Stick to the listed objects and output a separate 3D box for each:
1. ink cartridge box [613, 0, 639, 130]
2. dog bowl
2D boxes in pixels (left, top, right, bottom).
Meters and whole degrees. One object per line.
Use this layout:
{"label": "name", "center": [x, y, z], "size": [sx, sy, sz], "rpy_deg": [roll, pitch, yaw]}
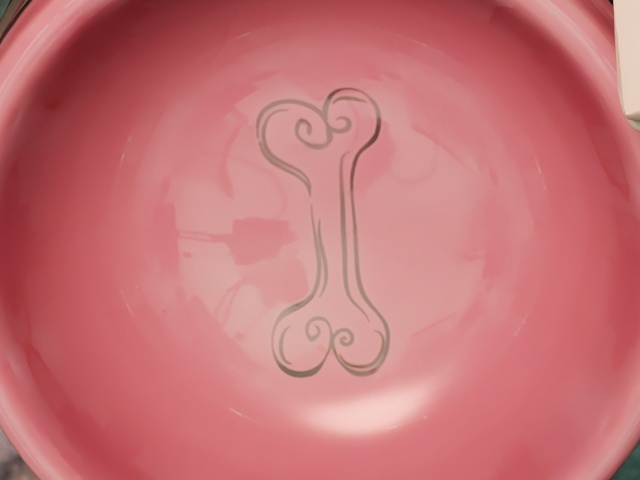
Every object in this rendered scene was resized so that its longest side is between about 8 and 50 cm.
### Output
{"label": "ink cartridge box", "center": [0.279, -0.116, 0.465], "size": [0.283, 0.207, 0.117], "rpy_deg": [-10, 80, 48]}
{"label": "dog bowl", "center": [0.000, 0.000, 0.624], "size": [0.408, 0.150, 0.407], "rpy_deg": [1, 107, 2]}
